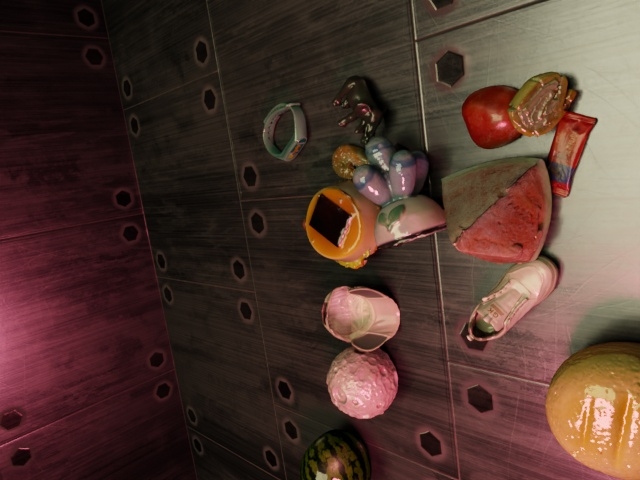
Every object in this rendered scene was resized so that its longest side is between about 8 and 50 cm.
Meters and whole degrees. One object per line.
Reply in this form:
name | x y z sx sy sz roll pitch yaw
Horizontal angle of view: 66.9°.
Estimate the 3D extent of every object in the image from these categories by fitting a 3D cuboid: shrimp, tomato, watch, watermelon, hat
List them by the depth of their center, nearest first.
tomato | 0.447 -0.327 1.262 0.174 0.082 0.167 -22 85 49
watermelon | 0.420 -0.055 1.274 0.250 0.292 0.284 -163 58 -77
shrimp | 0.126 -0.252 1.623 0.217 0.051 0.115 26 103 32
hat | 0.144 0.258 1.718 0.274 0.161 0.232 -2 101 22
watch | -0.133 -0.418 1.843 0.195 0.068 0.237 61 139 16
watermelon | 0.060 0.896 1.898 0.285 0.285 0.286 16 114 42

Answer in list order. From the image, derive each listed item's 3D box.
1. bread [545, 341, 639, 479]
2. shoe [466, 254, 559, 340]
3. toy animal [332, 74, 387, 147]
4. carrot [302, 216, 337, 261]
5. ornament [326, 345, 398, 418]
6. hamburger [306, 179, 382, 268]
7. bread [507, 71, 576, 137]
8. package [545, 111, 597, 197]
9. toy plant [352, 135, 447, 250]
bread | 0.691 0.391 1.123 0.320 0.237 0.321 20 120 40
shoe | 0.498 0.174 1.314 0.124 0.159 0.317 46 134 27
toy animal | 0.120 -0.415 1.544 0.146 0.114 0.245 -40 74 45
carrot | 0.000 0.000 1.854 0.216 0.048 0.048 53 133 14
ornament | 0.142 0.506 1.729 0.259 0.225 0.260 15 112 41
hamburger | 0.087 -0.061 1.646 0.276 0.179 0.295 35 117 32
bread | 0.525 -0.326 1.156 0.117 0.064 0.156 27 111 -6
package | 0.598 -0.210 1.189 0.083 0.022 0.201 29 120 36
toy plant | 0.224 -0.154 1.441 0.247 0.247 0.333 -22 86 47
